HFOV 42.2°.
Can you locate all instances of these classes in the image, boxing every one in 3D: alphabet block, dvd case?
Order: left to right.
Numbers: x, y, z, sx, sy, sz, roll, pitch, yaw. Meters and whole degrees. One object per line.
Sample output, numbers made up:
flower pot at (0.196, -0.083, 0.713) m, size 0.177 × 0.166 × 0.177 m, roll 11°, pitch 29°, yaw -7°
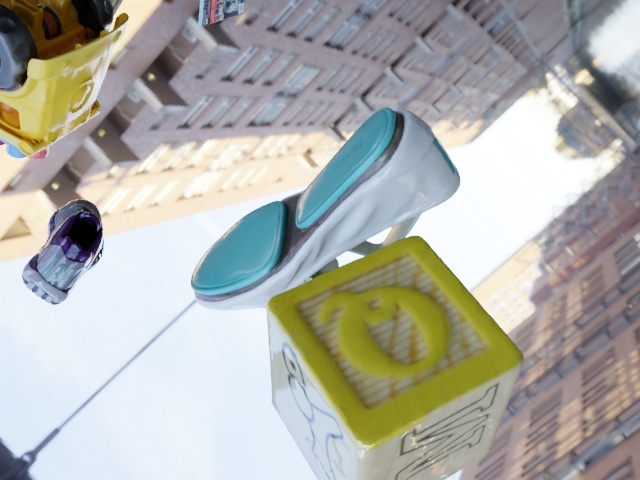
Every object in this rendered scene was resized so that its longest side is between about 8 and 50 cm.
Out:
dvd case at (-0.206, -0.507, 1.754) m, size 0.119 × 0.087 × 0.013 m, roll -29°, pitch -122°, yaw -34°
alphabet block at (0.068, 0.147, 0.870) m, size 0.192 × 0.193 × 0.197 m, roll 52°, pitch 156°, yaw 32°

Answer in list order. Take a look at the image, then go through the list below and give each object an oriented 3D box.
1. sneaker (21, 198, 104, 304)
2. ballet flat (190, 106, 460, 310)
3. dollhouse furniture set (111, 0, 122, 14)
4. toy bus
sneaker at (-0.298, -0.008, 1.052) m, size 0.083 × 0.098 × 0.223 m, roll 39°, pitch -160°, yaw -21°
ballet flat at (0.000, 0.000, 0.957) m, size 0.139 × 0.400 × 0.139 m, roll 25°, pitch -133°, yaw -31°
dollhouse furniture set at (-0.326, -0.399, 1.117) m, size 0.161 × 0.182 × 0.101 m, roll 35°, pitch -171°, yaw 12°
toy bus at (-0.328, -0.185, 0.844) m, size 0.220 × 0.211 × 0.149 m, roll 32°, pitch -137°, yaw 7°
